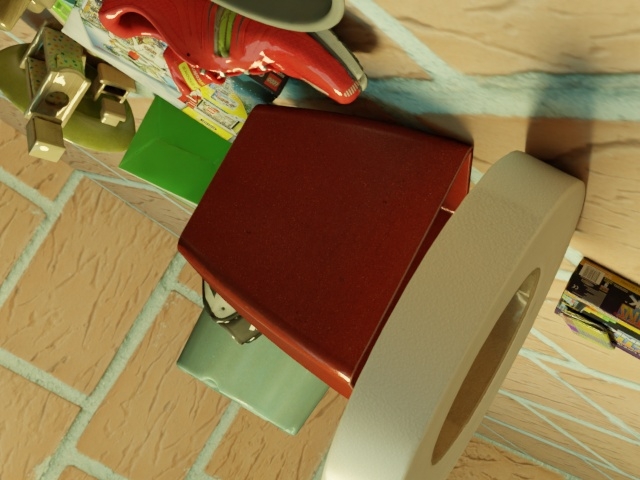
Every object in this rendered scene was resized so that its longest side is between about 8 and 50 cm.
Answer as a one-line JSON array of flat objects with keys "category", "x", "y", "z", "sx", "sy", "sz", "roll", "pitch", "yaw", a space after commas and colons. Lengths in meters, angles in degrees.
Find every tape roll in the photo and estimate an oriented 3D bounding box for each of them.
[{"category": "tape roll", "x": 0.128, "y": 0.102, "z": 1.087, "sx": 0.072, "sy": 0.392, "sz": 0.392, "roll": 28, "pitch": 170, "yaw": 16}]

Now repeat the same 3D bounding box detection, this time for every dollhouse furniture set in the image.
[{"category": "dollhouse furniture set", "x": -0.314, "y": -0.196, "z": 1.608, "sx": 0.161, "sy": 0.101, "sz": 0.182, "roll": 14, "pitch": -137, "yaw": -34}]

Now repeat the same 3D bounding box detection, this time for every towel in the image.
[{"category": "towel", "x": 0.316, "y": 0.106, "z": 1.377, "sx": 0.060, "sy": 0.009, "sz": 0.083, "roll": 26, "pitch": 171, "yaw": 29}]

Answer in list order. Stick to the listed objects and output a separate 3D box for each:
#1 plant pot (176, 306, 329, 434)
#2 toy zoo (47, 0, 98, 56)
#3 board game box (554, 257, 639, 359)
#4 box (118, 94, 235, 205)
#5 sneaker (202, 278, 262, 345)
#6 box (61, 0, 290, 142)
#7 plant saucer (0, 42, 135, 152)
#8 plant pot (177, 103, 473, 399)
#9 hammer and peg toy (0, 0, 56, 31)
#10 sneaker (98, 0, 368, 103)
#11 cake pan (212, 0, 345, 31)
[{"category": "plant pot", "x": -0.070, "y": 0.149, "z": 2.116, "sx": 0.341, "sy": 0.334, "sz": 0.341, "roll": 30, "pitch": 172, "yaw": 5}, {"category": "toy zoo", "x": -0.218, "y": -0.240, "z": 1.459, "sx": 0.293, "sy": 0.030, "sz": 0.192, "roll": 27, "pitch": 170, "yaw": 23}, {"category": "board game box", "x": 0.360, "y": 0.093, "z": 1.350, "sx": 0.170, "sy": 0.048, "sz": 0.141, "roll": 29, "pitch": 169, "yaw": 13}, {"category": "box", "x": -0.101, "y": -0.077, "z": 1.586, "sx": 0.231, "sy": 0.127, "sz": 0.262, "roll": 32, "pitch": 175, "yaw": -42}, {"category": "sneaker", "x": -0.004, "y": 0.073, "z": 1.737, "sx": 0.447, "sy": 0.257, "sz": 0.169, "roll": 22, "pitch": 167, "yaw": 42}, {"category": "box", "x": -0.159, "y": -0.210, "z": 1.281, "sx": 0.233, "sy": 0.044, "sz": 0.159, "roll": 33, "pitch": 155, "yaw": -13}, {"category": "plant saucer", "x": -0.372, "y": -0.222, "z": 1.736, "sx": 0.241, "sy": 0.037, "sz": 0.241, "roll": 31, "pitch": -157, "yaw": -15}, {"category": "plant pot", "x": 0.000, "y": 0.000, "z": 1.278, "sx": 0.236, "sy": 0.267, "sz": 0.267, "roll": 27, "pitch": 170, "yaw": 12}, {"category": "hammer and peg toy", "x": -0.401, "y": -0.337, "z": 1.225, "sx": 0.266, "sy": 0.127, "sz": 0.361, "roll": 31, "pitch": 171, "yaw": 1}, {"category": "sneaker", "x": -0.085, "y": -0.179, "z": 1.090, "sx": 0.279, "sy": 0.118, "sz": 0.107, "roll": 28, "pitch": 171, "yaw": 19}, {"category": "cake pan", "x": -0.097, "y": -0.264, "z": 0.881, "sx": 0.293, "sy": 0.054, "sz": 0.293, "roll": 30, "pitch": 170, "yaw": 6}]
